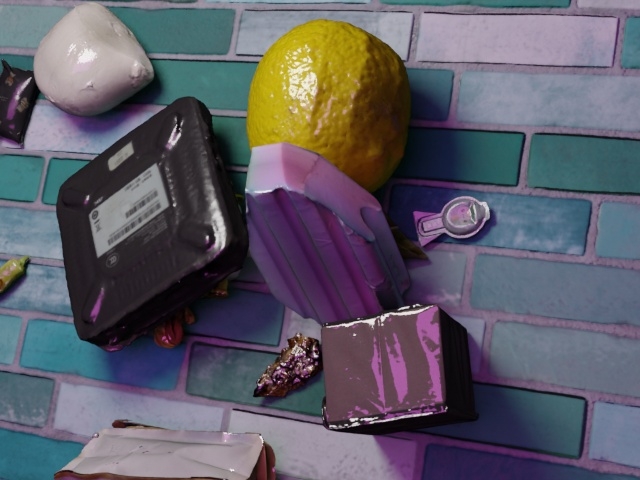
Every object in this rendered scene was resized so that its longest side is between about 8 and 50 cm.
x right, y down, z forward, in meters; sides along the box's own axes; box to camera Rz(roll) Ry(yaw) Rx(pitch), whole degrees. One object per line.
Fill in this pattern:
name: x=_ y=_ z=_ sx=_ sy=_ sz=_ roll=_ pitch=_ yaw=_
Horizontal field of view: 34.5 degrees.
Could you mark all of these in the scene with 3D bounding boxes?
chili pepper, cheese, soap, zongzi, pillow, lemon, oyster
chili pepper: x=-0.619 y=0.089 z=1.889 sx=0.208 sy=0.043 sz=0.049 roll=-27 pitch=84 yaw=13
cheese: x=-0.417 y=-0.313 z=1.846 sx=0.189 sy=0.154 sz=0.198 roll=-43 pitch=69 yaw=12
soap: x=0.000 y=0.000 z=1.533 sx=0.193 sy=0.324 sz=0.109 roll=-8 pitch=47 yaw=19
zongzi: x=0.093 y=0.022 z=1.648 sx=0.109 sy=0.055 sz=0.119 roll=-45 pitch=79 yaw=8
pillow: x=-0.583 y=-0.261 z=1.949 sx=0.090 sy=0.048 sz=0.150 roll=15 pitch=88 yaw=30
lemon: x=0.011 y=-0.190 z=1.608 sx=0.268 sy=0.268 sz=0.322 roll=0 pitch=75 yaw=20
oyster: x=-0.049 y=0.211 z=1.666 sx=0.086 sy=0.029 sz=0.132 roll=27 pitch=87 yaw=22
cheese: x=0.208 y=-0.032 z=1.630 sx=0.120 sy=0.026 sz=0.067 roll=-16 pitch=73 yaw=16

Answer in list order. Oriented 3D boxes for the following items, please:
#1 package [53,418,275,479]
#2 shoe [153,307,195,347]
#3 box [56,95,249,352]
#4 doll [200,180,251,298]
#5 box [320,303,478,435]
package: x=-0.226 y=0.386 z=1.646 sx=0.311 sy=0.221 sz=0.165 roll=-1 pitch=38 yaw=21
shoe: x=-0.248 y=0.127 z=1.736 sx=0.069 sy=0.072 sz=0.109 roll=1 pitch=70 yaw=59
box: x=-0.295 y=-0.030 z=1.723 sx=0.359 sy=0.091 sz=0.350 roll=-33 pitch=57 yaw=20
doll: x=-0.169 y=-0.003 z=1.729 sx=0.129 sy=0.081 sz=0.207 roll=4 pitch=78 yaw=11
box: x=0.117 y=0.194 z=1.491 sx=0.188 sy=0.252 sz=0.153 roll=-11 pitch=74 yaw=18
